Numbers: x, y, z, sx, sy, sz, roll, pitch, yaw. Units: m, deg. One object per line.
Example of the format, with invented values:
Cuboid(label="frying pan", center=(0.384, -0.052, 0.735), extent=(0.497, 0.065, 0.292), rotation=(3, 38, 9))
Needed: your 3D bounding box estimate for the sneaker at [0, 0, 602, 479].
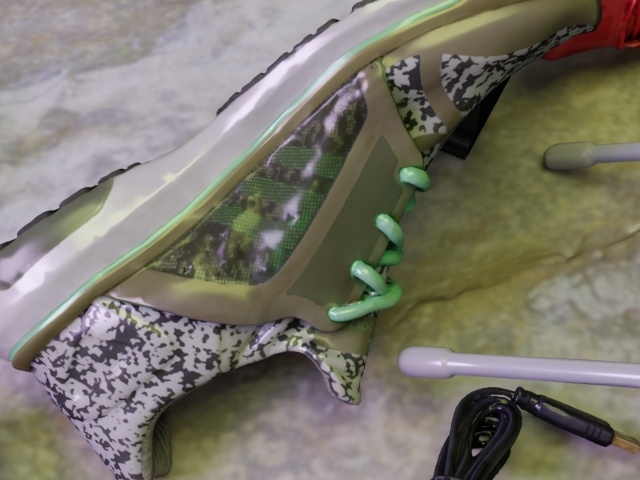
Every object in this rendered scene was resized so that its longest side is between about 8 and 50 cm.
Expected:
Cuboid(label="sneaker", center=(0.000, 0.000, 0.680), extent=(0.410, 0.158, 0.182), rotation=(-33, 86, 8))

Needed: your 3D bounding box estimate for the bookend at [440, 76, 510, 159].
Cuboid(label="bookend", center=(0.102, -0.165, 0.770), extent=(0.072, 0.156, 0.157), rotation=(24, 65, 14))

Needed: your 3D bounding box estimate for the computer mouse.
Cuboid(label="computer mouse", center=(0.167, 0.184, 0.636), extent=(0.262, 0.060, 0.184), rotation=(20, 42, 8))

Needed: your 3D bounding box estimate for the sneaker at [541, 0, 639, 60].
Cuboid(label="sneaker", center=(0.245, -0.161, 0.793), extent=(0.221, 0.087, 0.128), rotation=(-36, 67, -26))

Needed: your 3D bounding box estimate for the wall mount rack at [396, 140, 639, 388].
Cuboid(label="wall mount rack", center=(0.233, 0.044, 0.653), extent=(0.304, 0.130, 0.350), rotation=(31, 53, 14))
